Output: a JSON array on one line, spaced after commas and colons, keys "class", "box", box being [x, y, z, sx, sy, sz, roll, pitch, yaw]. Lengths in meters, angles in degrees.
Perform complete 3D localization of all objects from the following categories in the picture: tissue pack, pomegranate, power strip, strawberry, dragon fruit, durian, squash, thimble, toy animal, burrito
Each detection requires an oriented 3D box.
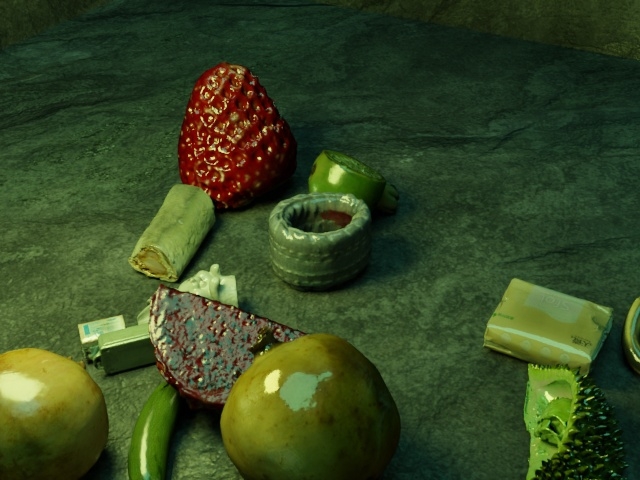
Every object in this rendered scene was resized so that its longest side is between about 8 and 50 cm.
[{"class": "tissue pack", "box": [-0.443, 0.199, 1.720, 0.094, 0.059, 0.074, -12, 34, -15]}, {"class": "pomegranate", "box": [-0.483, 0.296, 1.438, 0.252, 0.229, 0.270, 14, 32, 19]}, {"class": "power strip", "box": [-0.323, 0.202, 1.696, 0.272, 0.078, 0.052, -13, 33, -15]}, {"class": "strawberry", "box": [-0.211, -0.274, 2.143, 0.317, 0.345, 0.295, -14, 35, -18]}, {"class": "dragon fruit", "box": [-0.198, 0.240, 1.591, 0.317, 0.152, 0.205, 20, 56, 0]}, {"class": "durian", "box": [0.432, 0.349, 1.464, 0.169, 0.157, 0.355, -25, 21, 33]}, {"class": "squash", "box": [-0.294, 0.349, 1.492, 0.071, 0.080, 0.318, -33, 26, 22]}, {"class": "pomegranate", "box": [0.070, -0.120, 2.092, 0.190, 0.159, 0.241, 34, 20, 29]}, {"class": "pomegranate", "box": [-0.013, 0.298, 1.392, 0.307, 0.307, 0.307, -1, 35, 1]}, {"class": "thimble", "box": [0.000, 0.000, 1.898, 0.236, 0.172, 0.205, -23, 43, -24]}, {"class": "tissue pack", "box": [0.460, 0.177, 1.690, 0.222, 0.090, 0.186, 18, 41, 26]}, {"class": "toy animal", "box": [-0.282, 0.117, 1.776, 0.220, 0.131, 0.104, -4, 45, -1]}, {"class": "burrito", "box": [-0.345, -0.029, 2.009, 0.143, 0.105, 0.299, 3, 37, 14]}]

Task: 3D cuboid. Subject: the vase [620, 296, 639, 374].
[{"class": "vase", "box": [0.745, 0.160, 1.629, 0.329, 0.241, 0.302, -31, 51, 7]}]
